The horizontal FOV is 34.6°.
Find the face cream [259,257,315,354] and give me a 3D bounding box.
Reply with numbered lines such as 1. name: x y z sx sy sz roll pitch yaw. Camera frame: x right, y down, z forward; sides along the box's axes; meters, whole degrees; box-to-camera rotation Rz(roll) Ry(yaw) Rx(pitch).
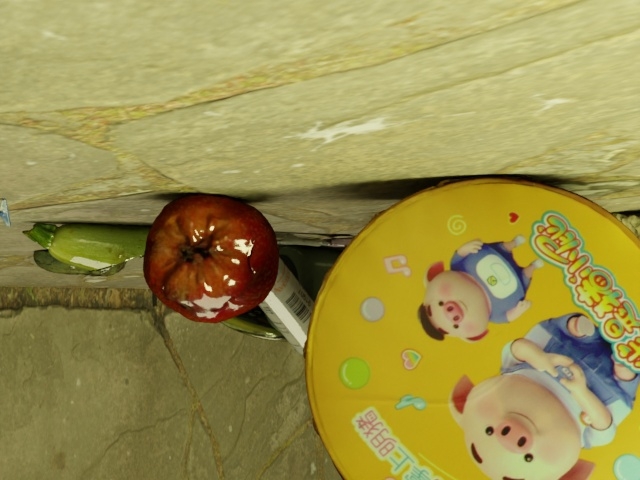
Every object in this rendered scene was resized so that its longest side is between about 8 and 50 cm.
1. face cream: -0.073 0.090 1.755 0.082 0.082 0.269 -4 139 33

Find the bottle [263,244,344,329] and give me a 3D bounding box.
1. bottle: 0.062 0.099 2.006 0.347 0.169 0.168 4 173 -37

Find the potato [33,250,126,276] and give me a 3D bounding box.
1. potato: -0.472 0.045 2.023 0.197 0.054 0.119 0 177 -1

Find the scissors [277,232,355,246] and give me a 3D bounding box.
1. scissors: 0.000 0.001 1.740 0.212 0.021 0.110 3 177 -31

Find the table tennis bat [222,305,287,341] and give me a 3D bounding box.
1. table tennis bat: -0.164 0.116 2.079 0.368 0.054 0.224 27 -160 37

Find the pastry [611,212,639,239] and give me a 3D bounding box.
1. pastry: 0.491 -0.008 1.383 0.121 0.089 0.258 15 166 -22

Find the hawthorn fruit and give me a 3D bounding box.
1. hawthorn fruit: -0.136 0.024 1.271 0.173 0.174 0.179 2 173 -22

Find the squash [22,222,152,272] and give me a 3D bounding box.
1. squash: -0.348 0.012 1.550 0.200 0.075 0.090 3 -160 -22

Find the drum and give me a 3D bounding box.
1. drum: 0.196 0.139 1.182 0.431 0.431 0.214 -1 174 8

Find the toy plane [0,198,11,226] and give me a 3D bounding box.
1. toy plane: -0.471 -0.030 1.274 0.167 0.054 0.062 0 -160 7
